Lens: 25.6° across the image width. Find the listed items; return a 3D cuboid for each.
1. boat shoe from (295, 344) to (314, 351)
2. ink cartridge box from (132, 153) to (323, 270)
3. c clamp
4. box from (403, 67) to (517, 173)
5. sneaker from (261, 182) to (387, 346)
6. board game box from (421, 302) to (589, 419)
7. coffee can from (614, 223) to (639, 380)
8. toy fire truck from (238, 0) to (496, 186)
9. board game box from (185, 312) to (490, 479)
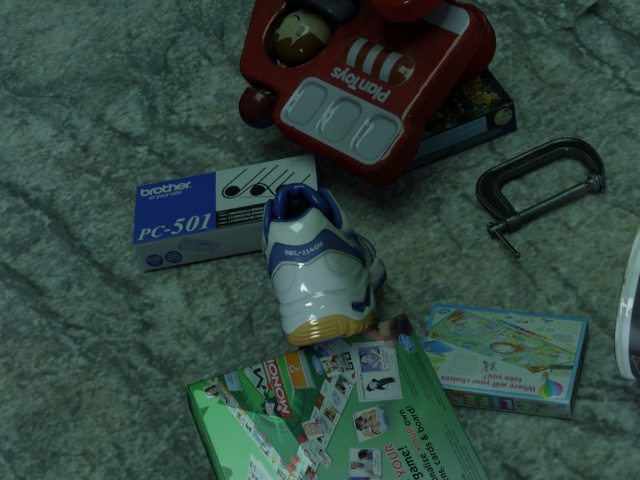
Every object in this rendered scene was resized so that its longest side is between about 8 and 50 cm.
[{"bbox_3d":[-0.011,0.190,1.303,0.079,0.084,0.233,-30,38,43],"label":"boat shoe"},{"bbox_3d":[-0.099,-0.032,1.546,0.207,0.046,0.097,-10,44,6],"label":"ink cartridge box"},{"bbox_3d":[0.237,-0.050,1.496,0.160,0.022,0.137,-29,41,-11],"label":"c clamp"},{"bbox_3d":[0.106,-0.182,1.638,0.159,0.044,0.233,-22,45,-7],"label":"box"},{"bbox_3d":[0.000,0.000,1.355,0.111,0.131,0.296,-16,11,0],"label":"sneaker"},{"bbox_3d":[0.172,0.113,1.346,0.154,0.026,0.103,5,48,20],"label":"board game box"},{"bbox_3d":[0.419,0.061,1.208,0.275,0.202,0.201,16,52,28],"label":"coffee can"},{"bbox_3d":[0.029,-0.214,1.560,0.302,0.169,0.254,29,79,37],"label":"toy fire truck"},{"bbox_3d":[0.038,0.228,1.189,0.213,0.046,0.317,-17,58,-13],"label":"board game box"}]
